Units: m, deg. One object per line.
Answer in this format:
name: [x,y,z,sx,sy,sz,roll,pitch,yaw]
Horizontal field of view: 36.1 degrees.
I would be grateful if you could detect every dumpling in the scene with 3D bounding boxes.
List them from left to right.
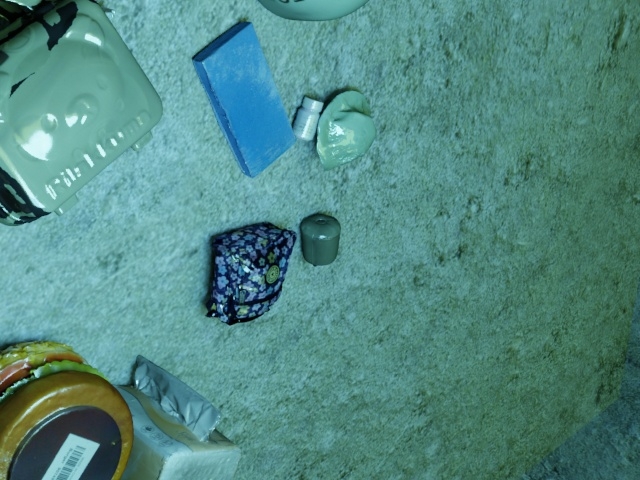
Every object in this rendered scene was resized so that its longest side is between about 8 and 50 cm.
dumpling: [0.065,-0.244,2.193,0.219,0.108,0.153,-57,166,-34]

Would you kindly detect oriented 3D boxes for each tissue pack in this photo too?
tissue pack: [-0.332,0.386,2.015,0.238,0.305,0.238,-22,124,-37]

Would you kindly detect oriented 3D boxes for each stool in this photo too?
stool: [0.000,0.000,2.296,0.096,0.096,0.110,-26,135,-34]

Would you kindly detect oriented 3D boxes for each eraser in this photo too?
eraser: [-0.150,-0.284,2.013,0.144,0.042,0.312,-43,137,-21]

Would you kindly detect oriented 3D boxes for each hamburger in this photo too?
hamburger: [-0.530,0.355,1.832,0.330,0.250,0.330,-21,122,-38]

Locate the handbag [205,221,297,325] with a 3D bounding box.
handbag: [-0.155,0.077,2.155,0.228,0.127,0.208,-22,126,-47]

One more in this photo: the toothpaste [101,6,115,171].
toothpaste: [-0.403,-0.262,1.765,0.058,0.056,0.314,6,117,-5]

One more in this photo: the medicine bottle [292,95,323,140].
medicine bottle: [-0.028,-0.266,2.142,0.052,0.052,0.089,7,107,-48]

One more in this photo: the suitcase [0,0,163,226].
suitcase: [-0.454,-0.233,1.558,0.351,0.194,0.339,-48,118,-35]

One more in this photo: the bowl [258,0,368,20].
bowl: [0.031,-0.586,1.916,0.354,0.185,0.354,-25,128,-35]
